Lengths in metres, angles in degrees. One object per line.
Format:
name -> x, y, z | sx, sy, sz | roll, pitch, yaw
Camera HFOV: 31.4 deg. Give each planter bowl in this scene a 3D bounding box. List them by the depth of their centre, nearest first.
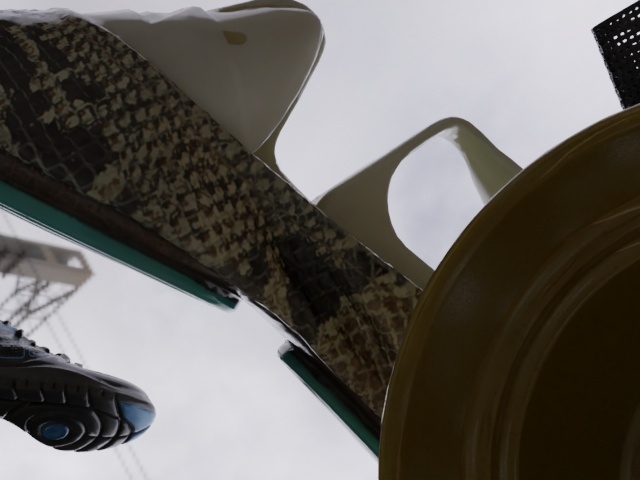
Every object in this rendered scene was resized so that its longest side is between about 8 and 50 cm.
planter bowl -> 0.131, 0.068, 0.347 | 0.217, 0.090, 0.217 | -15, -116, 33

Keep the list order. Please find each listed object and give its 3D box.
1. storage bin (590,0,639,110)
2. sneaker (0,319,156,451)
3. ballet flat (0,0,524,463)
storage bin -> 0.331, -0.180, 0.948 | 0.180, 0.122, 0.084 | -28, -97, 61
sneaker -> -0.359, 0.155, 1.371 | 0.125, 0.340, 0.140 | -57, -154, 35
ballet flat -> 0.000, 0.000, 0.558 | 0.482, 0.164, 0.182 | 37, -95, -9
